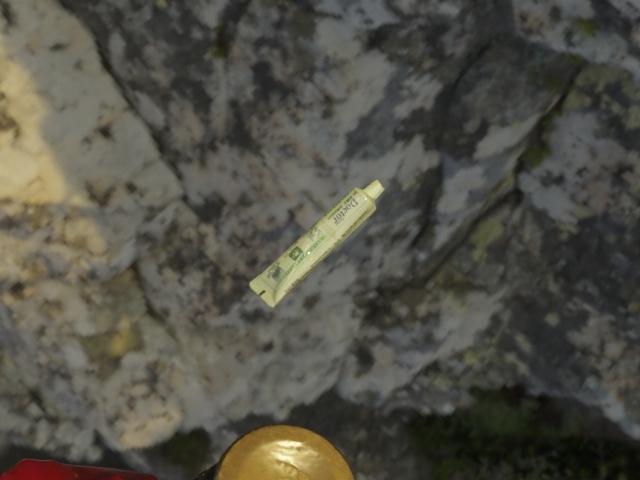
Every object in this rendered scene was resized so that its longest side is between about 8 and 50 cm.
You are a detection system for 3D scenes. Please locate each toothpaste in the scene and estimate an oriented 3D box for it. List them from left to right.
[{"bbox_3d":[0.000,0.000,1.676,0.064,0.218,0.041,41,172,44],"label":"toothpaste"}]

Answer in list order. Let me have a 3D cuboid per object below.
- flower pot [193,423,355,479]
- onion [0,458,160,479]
[{"bbox_3d":[-0.072,0.390,1.746,0.267,0.266,0.267,36,143,9],"label":"flower pot"},{"bbox_3d":[-0.273,0.445,1.300,0.398,0.398,0.420,41,141,3],"label":"onion"}]
